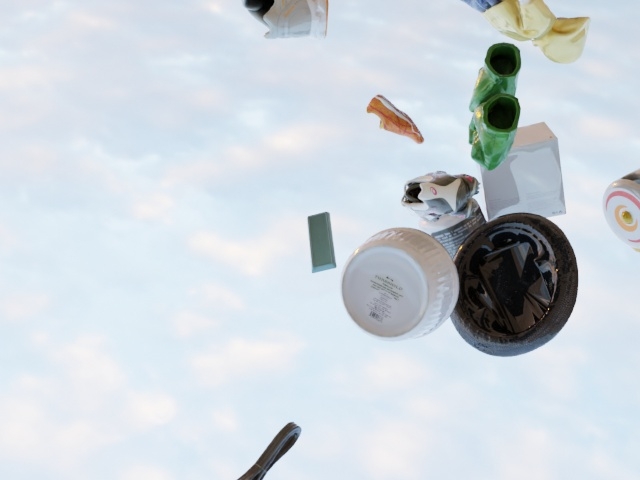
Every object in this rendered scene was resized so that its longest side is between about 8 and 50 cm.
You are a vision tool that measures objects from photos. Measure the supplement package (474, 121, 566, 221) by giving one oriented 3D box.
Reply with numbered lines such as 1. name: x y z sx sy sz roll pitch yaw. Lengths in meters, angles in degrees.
1. supplement package: 0.495 -0.165 1.879 0.194 0.203 0.149 -11 -156 8

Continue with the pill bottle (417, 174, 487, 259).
1. pill bottle: 0.342 -0.009 1.859 0.161 0.283 0.161 -26 -167 6

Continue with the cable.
1. cable: -0.152 0.483 1.546 0.072 0.139 0.287 20 -113 32

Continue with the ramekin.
1. ramekin: 0.132 0.082 1.324 0.207 0.207 0.109 21 -166 21

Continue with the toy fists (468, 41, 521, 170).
1. toy fists: 0.360 -0.274 1.558 0.096 0.142 0.279 5 -123 7

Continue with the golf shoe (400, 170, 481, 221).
1. golf shoe: 0.209 -0.097 1.489 0.120 0.105 0.273 7 178 -15

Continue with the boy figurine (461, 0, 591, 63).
1. boy figurine: 0.329 -0.391 1.253 0.285 0.092 0.177 25 -176 -6

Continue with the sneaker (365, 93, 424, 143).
1. sneaker: 0.186 -0.293 1.864 0.175 0.067 0.064 36 -160 -15

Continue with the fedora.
1. fedora: 0.433 0.111 1.629 0.152 0.334 0.334 36 -170 -42

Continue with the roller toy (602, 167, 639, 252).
1. roller toy: 0.819 -0.081 1.891 0.146 0.209 0.191 -26 -107 -17

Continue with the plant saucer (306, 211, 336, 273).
1. plant saucer: 0.000 0.000 1.949 0.067 0.018 0.192 -13 -132 8

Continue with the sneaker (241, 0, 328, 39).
1. sneaker: -0.082 -0.427 1.225 0.121 0.099 0.262 -13 -125 -18
